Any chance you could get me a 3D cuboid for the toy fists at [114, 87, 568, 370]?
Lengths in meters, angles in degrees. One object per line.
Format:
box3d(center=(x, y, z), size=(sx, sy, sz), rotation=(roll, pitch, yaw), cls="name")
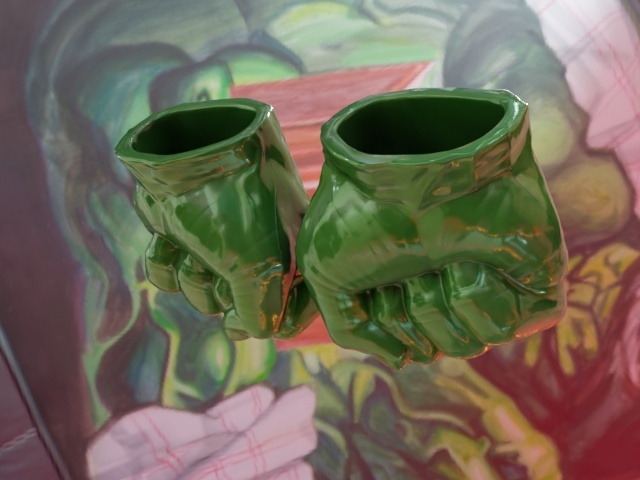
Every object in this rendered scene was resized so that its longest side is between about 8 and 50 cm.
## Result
box3d(center=(0.000, 0.000, 0.432), size=(0.096, 0.279, 0.142), rotation=(-53, 134, -40), cls="toy fists")
